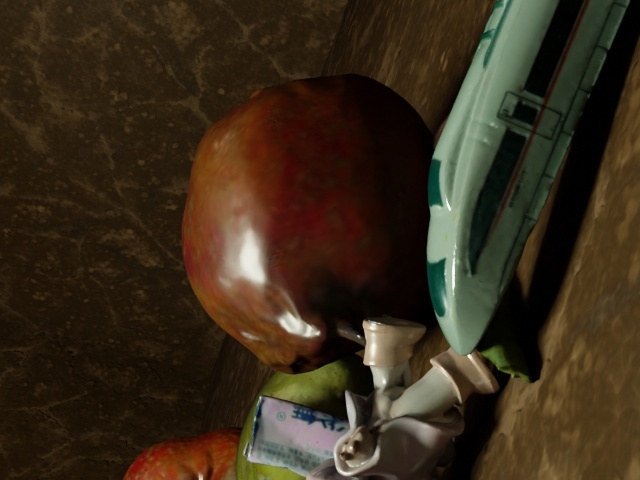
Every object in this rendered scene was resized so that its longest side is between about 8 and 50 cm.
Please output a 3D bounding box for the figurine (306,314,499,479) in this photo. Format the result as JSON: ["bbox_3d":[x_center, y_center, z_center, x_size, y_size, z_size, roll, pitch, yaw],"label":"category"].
[{"bbox_3d":[0.051,0.202,0.913,0.200,0.133,0.276,-147,74,-85],"label":"figurine"}]

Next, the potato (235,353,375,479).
[{"bbox_3d":[-0.016,0.230,1.271,0.197,0.148,0.228,-52,-9,-27],"label":"potato"}]

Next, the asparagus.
[{"bbox_3d":[0.140,0.068,0.900,0.178,0.045,0.041,-91,-15,-62],"label":"asparagus"}]

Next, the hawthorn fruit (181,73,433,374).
[{"bbox_3d":[-0.003,-0.012,1.182,0.308,0.308,0.324,124,151,-66],"label":"hawthorn fruit"}]

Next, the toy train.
[{"bbox_3d":[0.153,-0.112,0.845,0.086,0.088,0.407,-154,86,-81],"label":"toy train"}]

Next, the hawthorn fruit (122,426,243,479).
[{"bbox_3d":[-0.147,0.401,1.456,0.275,0.275,0.299,-84,3,-49],"label":"hawthorn fruit"}]

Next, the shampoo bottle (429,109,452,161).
[{"bbox_3d":[0.162,-0.123,1.016,0.236,0.067,0.068,124,169,-65],"label":"shampoo bottle"}]

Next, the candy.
[{"bbox_3d":[0.006,0.210,1.117,0.092,0.160,0.073,112,175,-77],"label":"candy"}]
